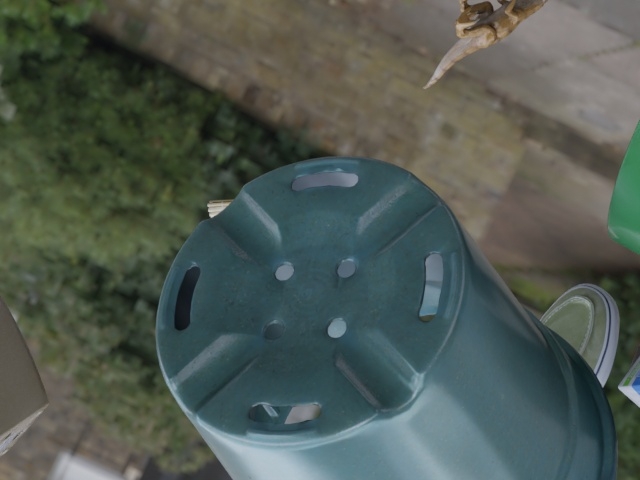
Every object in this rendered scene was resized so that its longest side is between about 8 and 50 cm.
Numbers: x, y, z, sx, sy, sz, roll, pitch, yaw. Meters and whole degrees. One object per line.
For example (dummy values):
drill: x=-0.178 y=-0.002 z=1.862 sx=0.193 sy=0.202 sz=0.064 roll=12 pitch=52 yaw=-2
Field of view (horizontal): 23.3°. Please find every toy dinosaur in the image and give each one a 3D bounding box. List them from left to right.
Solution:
toy dinosaur: x=0.191 y=-0.247 z=1.849 sx=0.112 sy=0.211 sz=0.064 roll=36 pitch=-155 yaw=-48

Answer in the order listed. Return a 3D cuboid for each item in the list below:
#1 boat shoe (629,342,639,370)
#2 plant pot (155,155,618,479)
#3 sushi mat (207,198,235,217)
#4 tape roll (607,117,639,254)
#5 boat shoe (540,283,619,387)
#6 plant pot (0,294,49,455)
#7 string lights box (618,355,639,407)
boat shoe: x=0.489 y=0.082 z=1.931 sx=0.116 sy=0.324 sz=0.123 roll=30 pitch=166 yaw=-19
plant pot: x=0.043 y=0.123 z=1.287 sx=0.341 sy=0.341 sz=0.334 roll=22 pitch=161 yaw=33
sushi mat: x=0.000 y=0.000 z=2.095 sx=0.316 sy=0.019 sz=0.151 roll=-4 pitch=127 yaw=31
tape roll: x=0.366 y=-0.125 z=1.375 sx=0.077 sy=0.321 sz=0.321 roll=30 pitch=177 yaw=20
boat shoe: x=0.261 y=0.183 z=1.869 sx=0.109 sy=0.302 sz=0.094 roll=27 pitch=175 yaw=34
plant pot: x=-0.256 y=0.111 z=1.077 sx=0.096 sy=0.109 sz=0.109 roll=49 pitch=-142 yaw=6
string lights box: x=0.412 y=0.113 z=1.538 sx=0.076 sy=0.133 sz=0.259 roll=40 pitch=164 yaw=-5
